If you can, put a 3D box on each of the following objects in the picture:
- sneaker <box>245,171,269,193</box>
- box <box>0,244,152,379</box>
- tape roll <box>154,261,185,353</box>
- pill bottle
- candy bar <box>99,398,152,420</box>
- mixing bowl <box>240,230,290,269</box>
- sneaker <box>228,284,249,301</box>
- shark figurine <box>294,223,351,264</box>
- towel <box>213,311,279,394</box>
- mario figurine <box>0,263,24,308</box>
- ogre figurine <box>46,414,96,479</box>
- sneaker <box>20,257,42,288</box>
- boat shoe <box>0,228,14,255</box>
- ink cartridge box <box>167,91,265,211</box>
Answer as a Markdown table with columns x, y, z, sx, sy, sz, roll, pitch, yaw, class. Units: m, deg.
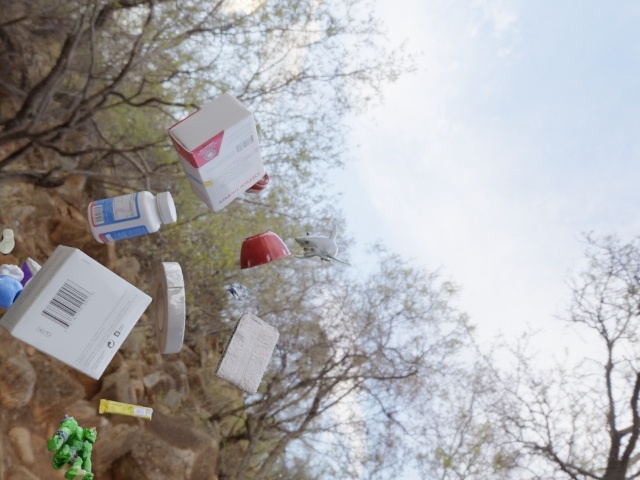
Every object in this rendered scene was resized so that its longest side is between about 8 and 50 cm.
| x | y | z | sx | sy | sz | roll | pitch | yaw | class |
| --- | --- | --- | --- | --- | --- | --- | --- | --- | --- |
| -0.304 | -0.246 | 1.880 | 0.221 | 0.087 | 0.128 | 38 | -33 | -1 | sneaker |
| -0.458 | 0.133 | 0.948 | 0.119 | 0.182 | 0.181 | 5 | -122 | 48 | box |
| -0.645 | 0.284 | 2.132 | 0.392 | 0.072 | 0.392 | 180 | -90 | -65 | tape roll |
| -0.538 | -0.073 | 1.450 | 0.124 | 0.221 | 0.124 | 168 | -90 | -83 | pill bottle |
| -0.563 | 0.495 | 1.464 | 0.018 | 0.161 | 0.040 | -40 | -138 | 31 | candy bar |
| -0.201 | 0.026 | 1.722 | 0.181 | 0.181 | 0.098 | -8 | -81 | 61 | mixing bowl |
| -0.314 | 0.196 | 1.959 | 0.052 | 0.058 | 0.135 | 49 | -2 | 15 | sneaker |
| 0.016 | 0.007 | 1.457 | 0.278 | 0.166 | 0.116 | 104 | 2 | -84 | shark figurine |
| -0.275 | 0.429 | 1.930 | 0.049 | 0.187 | 0.282 | -26 | -144 | 48 | towel |
| -0.807 | 0.101 | 1.250 | 0.198 | 0.320 | 0.170 | -30 | -123 | 37 | mario figurine |
| -0.610 | 0.515 | 1.237 | 0.197 | 0.097 | 0.118 | 57 | 6 | -35 | ogre figurine |
| -1.027 | 0.166 | 1.767 | 0.293 | 0.146 | 0.102 | 27 | -21 | 48 | sneaker |
| -1.210 | 0.013 | 1.939 | 0.042 | 0.049 | 0.133 | -62 | -142 | 32 | boat shoe |
| -0.308 | -0.264 | 1.544 | 0.131 | 0.226 | 0.306 | 43 | -21 | 20 | ink cartridge box |
